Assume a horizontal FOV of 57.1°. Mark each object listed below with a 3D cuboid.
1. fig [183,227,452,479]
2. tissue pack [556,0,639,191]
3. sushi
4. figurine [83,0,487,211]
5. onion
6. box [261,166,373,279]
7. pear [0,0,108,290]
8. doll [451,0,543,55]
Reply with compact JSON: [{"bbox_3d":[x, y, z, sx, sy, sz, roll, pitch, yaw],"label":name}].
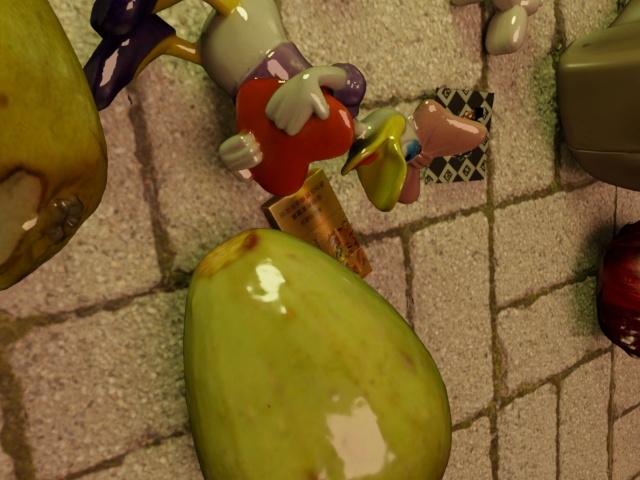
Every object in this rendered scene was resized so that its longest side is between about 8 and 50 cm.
[{"bbox_3d":[-0.013,0.141,0.588,0.258,0.258,0.326,-26,98,-28],"label":"fig"},{"bbox_3d":[0.555,-0.242,0.883,0.387,0.267,0.276,-41,120,-23],"label":"tissue pack"},{"bbox_3d":[0.181,-0.141,0.801,0.120,0.026,0.125,-6,106,-35],"label":"sushi"},{"bbox_3d":[-0.023,-0.141,0.591,0.421,0.154,0.193,30,42,-22],"label":"figurine"},{"bbox_3d":[0.582,0.081,0.990,0.252,0.219,0.251,-15,114,-36],"label":"onion"},{"bbox_3d":[0.000,0.000,0.705,0.089,0.022,0.156,-37,116,-22],"label":"box"},{"bbox_3d":[-0.292,-0.098,0.364,0.321,0.269,0.269,29,82,-15],"label":"pear"},{"bbox_3d":[0.245,-0.354,0.784,0.161,0.059,0.160,41,76,-31],"label":"doll"}]
